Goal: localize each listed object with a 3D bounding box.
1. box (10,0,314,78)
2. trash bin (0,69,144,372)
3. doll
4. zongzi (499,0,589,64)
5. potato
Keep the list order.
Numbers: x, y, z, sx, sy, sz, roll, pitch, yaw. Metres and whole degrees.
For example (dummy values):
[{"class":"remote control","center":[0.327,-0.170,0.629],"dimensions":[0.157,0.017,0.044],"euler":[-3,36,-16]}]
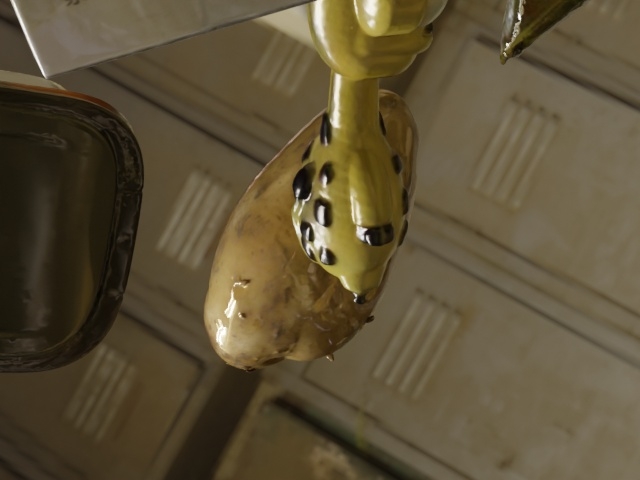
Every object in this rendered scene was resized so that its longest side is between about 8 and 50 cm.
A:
[{"class":"box","center":[-0.068,-0.153,0.488],"dimensions":[0.029,0.109,0.198],"euler":[-99,-8,-59]},{"class":"trash bin","center":[-0.269,-0.037,1.287],"dimensions":[0.219,0.219,0.250],"euler":[9,-167,-18]},{"class":"doll","center":[0.027,-0.100,1.051],"dimensions":[0.086,0.291,0.117],"euler":[-9,-150,-25]},{"class":"zongzi","center":[0.104,-0.333,0.786],"dimensions":[0.403,0.432,0.208],"euler":[38,-146,-14]},{"class":"potato","center":[0.002,0.001,1.226],"dimensions":[0.128,0.234,0.161],"euler":[35,172,20]}]
